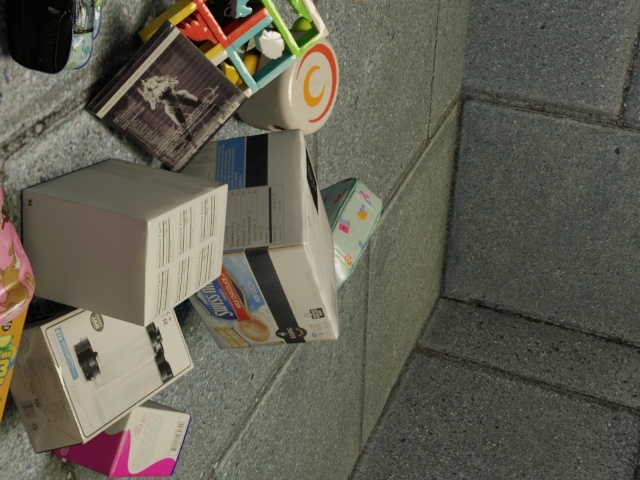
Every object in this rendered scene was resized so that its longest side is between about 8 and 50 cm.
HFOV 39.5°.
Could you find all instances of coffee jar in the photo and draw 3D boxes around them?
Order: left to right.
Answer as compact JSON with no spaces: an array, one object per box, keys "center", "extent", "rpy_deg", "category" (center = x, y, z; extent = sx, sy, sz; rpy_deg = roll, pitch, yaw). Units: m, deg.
[{"center":[-0.140,-0.362,1.394],"extent":[0.096,0.079,0.184],"rpy_deg":[14,112,-30],"category":"coffee jar"}]

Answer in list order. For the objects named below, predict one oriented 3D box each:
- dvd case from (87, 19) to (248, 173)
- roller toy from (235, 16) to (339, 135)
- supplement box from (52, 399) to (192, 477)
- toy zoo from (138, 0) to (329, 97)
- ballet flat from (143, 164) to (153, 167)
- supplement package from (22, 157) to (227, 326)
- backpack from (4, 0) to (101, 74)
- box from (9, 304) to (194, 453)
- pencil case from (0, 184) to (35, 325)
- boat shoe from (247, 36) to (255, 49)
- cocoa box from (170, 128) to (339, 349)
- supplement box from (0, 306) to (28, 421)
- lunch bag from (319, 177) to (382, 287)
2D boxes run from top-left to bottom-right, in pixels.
[{"center":[-0.217,-0.203,1.306],"extent":[0.164,0.018,0.221],"rpy_deg":[-47,149,3],"category":"dvd case"},{"center":[-0.071,-0.292,1.640],"extent":[0.209,0.146,0.191],"rpy_deg":[-55,144,-35],"category":"roller toy"},{"center":[-0.312,0.310,1.431],"extent":[0.220,0.114,0.111],"rpy_deg":[46,61,-70],"category":"supplement box"},{"center":[-0.143,-0.301,1.356],"extent":[0.293,0.030,0.192],"rpy_deg":[-39,134,-5],"category":"toy zoo"},{"center":[-0.281,-0.018,1.380],"extent":[0.067,0.073,0.206],"rpy_deg":[-21,125,-35],"category":"ballet flat"},{"center":[-0.262,-0.005,1.213],"extent":[0.203,0.194,0.149],"rpy_deg":[-37,137,-61],"category":"supplement package"},{"center":[-0.309,-0.256,1.038],"extent":[0.084,0.105,0.114],"rpy_deg":[-38,143,-60],"category":"backpack"},{"center":[-0.310,0.161,1.265],"extent":[0.290,0.087,0.169],"rpy_deg":[-28,101,-66],"category":"box"},{"center":[-0.388,-0.082,0.862],"extent":[0.160,0.167,0.386],"rpy_deg":[-114,-159,-53],"category":"pencil case"},{"center":[-0.147,-0.426,1.448],"extent":[0.081,0.069,0.228],"rpy_deg":[-15,123,-21],"category":"boat shoe"},{"center":[-0.109,0.011,1.532],"extent":[0.347,0.228,0.231],"rpy_deg":[73,12,-58],"category":"cocoa box"},{"center":[-0.422,0.165,1.061],"extent":[0.078,0.080,0.233],"rpy_deg":[8,94,-74],"category":"supplement box"},{"center":[0.000,0.000,1.974],"extent":[0.108,0.224,0.279],"rpy_deg":[44,56,-24],"category":"lunch bag"}]
